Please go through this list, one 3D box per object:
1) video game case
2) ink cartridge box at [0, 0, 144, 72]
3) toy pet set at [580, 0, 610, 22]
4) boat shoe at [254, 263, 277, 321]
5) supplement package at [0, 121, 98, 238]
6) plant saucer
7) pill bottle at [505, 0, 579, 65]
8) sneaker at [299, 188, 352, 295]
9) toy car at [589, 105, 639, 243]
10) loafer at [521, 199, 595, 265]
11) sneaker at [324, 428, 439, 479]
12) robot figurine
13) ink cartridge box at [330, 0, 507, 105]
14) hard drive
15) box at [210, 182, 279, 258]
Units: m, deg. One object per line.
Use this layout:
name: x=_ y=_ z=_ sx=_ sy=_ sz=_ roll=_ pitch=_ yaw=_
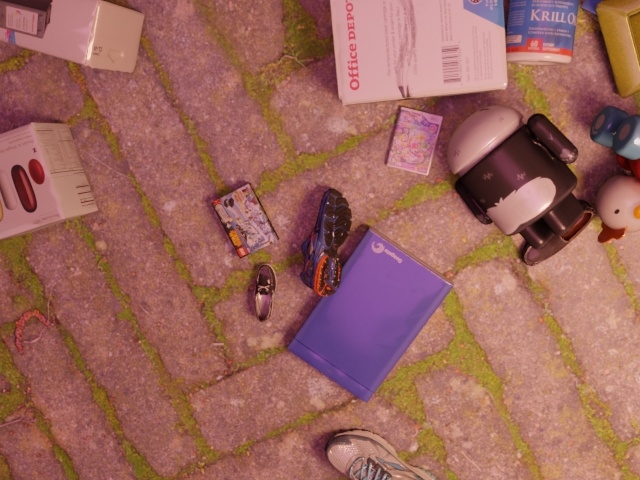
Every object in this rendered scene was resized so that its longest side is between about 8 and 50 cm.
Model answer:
video game case: x=0.190 y=-0.200 z=1.389 sx=0.087 sy=0.011 sz=0.122 roll=15 pitch=102 yaw=6
ink cartridge box: x=-0.536 y=-0.437 z=1.349 sx=0.306 sy=0.226 sz=0.131 roll=16 pitch=103 yaw=4
toy pet set: x=0.532 y=-0.464 z=1.263 sx=0.122 sy=0.065 sz=0.114 roll=39 pitch=103 yaw=1
boat shoe: x=-0.122 y=0.113 z=1.479 sx=0.046 sy=0.038 sz=0.125 roll=8 pitch=101 yaw=7
supplement package: x=-0.620 y=-0.124 z=1.456 sx=0.194 sy=0.149 sz=0.203 roll=-17 pitch=96 yaw=11
plant saucer: x=0.617 y=-0.375 z=1.241 sx=0.188 sy=0.045 sz=0.188 roll=-24 pitch=111 yaw=5
pill bottle: x=0.408 y=-0.437 z=1.256 sx=0.124 sy=0.124 sz=0.221 roll=4 pitch=101 yaw=8
sneaker: x=0.000 y=0.000 z=1.419 sx=0.087 sy=0.083 sz=0.221 roll=11 pitch=88 yaw=42
toy car: x=0.586 y=-0.089 z=1.254 sx=0.219 sy=0.210 sz=0.238 roll=20 pitch=108 yaw=-7
loafer: x=0.466 y=-0.012 z=1.355 sx=0.062 sy=0.061 sz=0.170 roll=42 pitch=104 yaw=-1
sneaker: x=0.138 y=0.505 z=1.466 sx=0.283 sy=0.122 sz=0.110 roll=27 pitch=102 yaw=3
robot figurine: x=0.365 y=-0.123 z=1.292 sx=0.209 sy=0.173 sz=0.278 roll=-40 pitch=85 yaw=11
ink cartridge box: x=0.184 y=-0.381 z=1.297 sx=0.307 sy=0.129 sz=0.223 roll=-4 pitch=100 yaw=9
hard drive: x=0.102 y=0.159 z=1.452 sx=0.210 sy=0.040 sz=0.318 roll=34 pitch=103 yaw=2
box: x=-0.160 y=-0.041 z=1.463 sx=0.094 sy=0.027 sz=0.137 roll=-25 pitch=95 yaw=11
